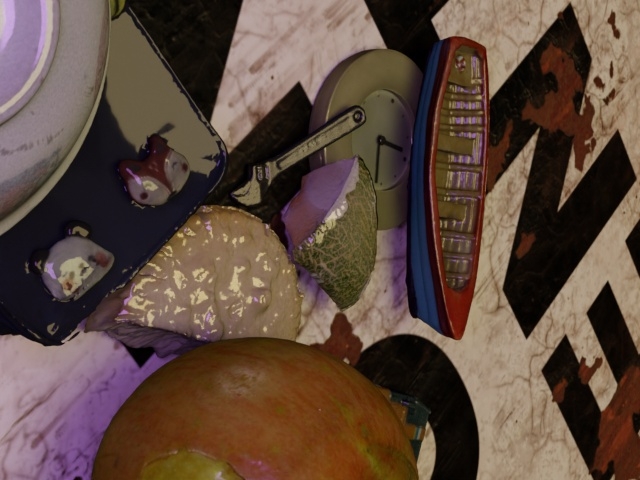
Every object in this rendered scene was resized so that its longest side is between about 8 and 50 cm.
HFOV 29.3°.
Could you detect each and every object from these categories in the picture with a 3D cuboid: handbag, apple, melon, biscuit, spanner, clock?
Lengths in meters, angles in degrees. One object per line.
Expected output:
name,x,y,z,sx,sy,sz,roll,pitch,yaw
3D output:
handbag,-0.270,-0.100,1.173,0.303,0.122,0.329,-49,125,-29
apple,-0.073,0.262,1.254,0.339,0.339,0.339,-7,99,-45
melon,0.001,0.002,1.472,0.139,0.093,0.202,-30,123,-56
biscuit,-0.123,0.049,1.360,0.281,0.084,0.179,11,87,-45
spanner,-0.024,-0.102,1.466,0.208,0.012,0.046,-35,110,-24
clock,0.073,-0.129,1.582,0.235,0.029,0.235,-7,99,-47

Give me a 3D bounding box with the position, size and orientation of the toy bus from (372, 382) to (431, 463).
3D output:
toy bus,0.022,0.302,1.500,0.167,0.138,0.275,19,82,-46

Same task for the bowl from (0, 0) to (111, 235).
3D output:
bowl,-0.316,-0.172,0.925,0.435,0.196,0.434,-5,100,-34

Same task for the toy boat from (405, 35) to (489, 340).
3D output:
toy boat,0.165,-0.068,1.608,0.136,0.079,0.392,5,90,-50
